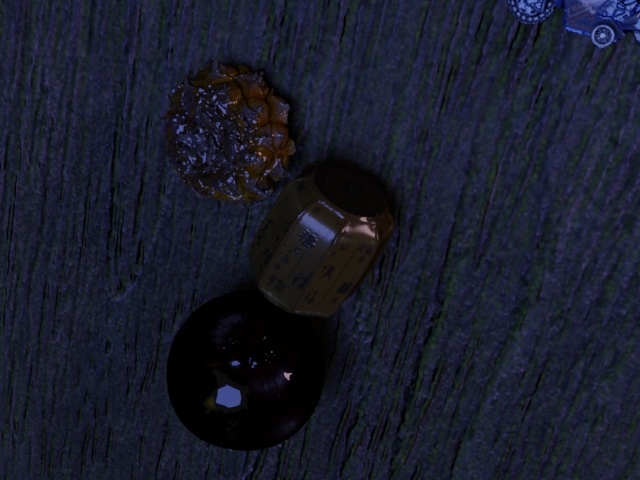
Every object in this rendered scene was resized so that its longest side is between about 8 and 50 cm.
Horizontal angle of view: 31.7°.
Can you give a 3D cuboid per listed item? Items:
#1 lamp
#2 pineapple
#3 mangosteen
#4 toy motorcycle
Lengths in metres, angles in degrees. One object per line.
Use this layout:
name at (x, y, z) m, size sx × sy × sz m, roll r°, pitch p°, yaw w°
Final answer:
lamp at (0.000, 0.000, 1.475) m, size 0.161 × 0.161 × 0.185 m, roll 33°, pitch 124°, yaw 8°
pineapple at (-0.134, -0.138, 1.501) m, size 0.225 × 0.076 × 0.225 m, roll 9°, pitch 108°, yaw 28°
mangosteen at (-0.106, 0.192, 1.599) m, size 0.228 × 0.228 × 0.265 m, roll 33°, pitch 157°, yaw 8°
toy motorcycle at (0.310, -0.276, 1.238) m, size 0.205 × 0.076 × 0.114 m, roll 16°, pitch 113°, yaw 17°
